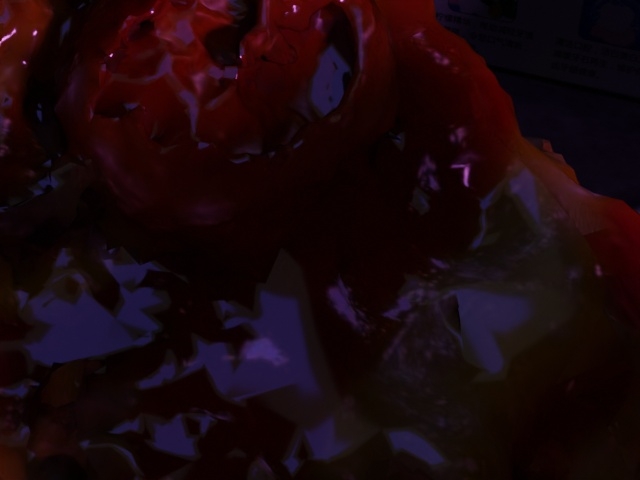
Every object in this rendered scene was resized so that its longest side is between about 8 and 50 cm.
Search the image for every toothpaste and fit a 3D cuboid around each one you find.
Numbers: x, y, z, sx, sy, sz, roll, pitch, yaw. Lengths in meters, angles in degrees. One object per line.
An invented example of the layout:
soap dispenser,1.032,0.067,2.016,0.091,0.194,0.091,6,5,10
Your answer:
toothpaste,0.040,-0.154,0.910,0.337,0.081,0.067,14,36,12

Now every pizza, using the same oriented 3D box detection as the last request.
pizza,0.000,0.000,0.572,0.406,0.130,0.439,13,61,-16
